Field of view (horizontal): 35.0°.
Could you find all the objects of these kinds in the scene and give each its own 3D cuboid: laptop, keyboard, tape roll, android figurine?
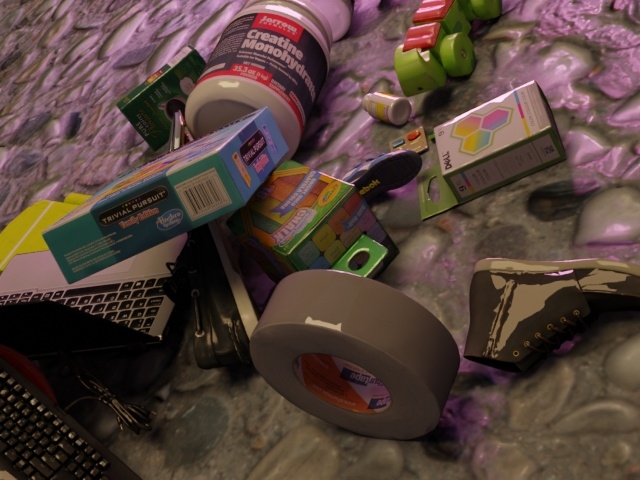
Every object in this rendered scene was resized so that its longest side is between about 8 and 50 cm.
[{"bbox_3d":[-0.422,0.053,1.477,0.382,0.236,0.408,-7,38,20],"label":"laptop"},{"bbox_3d":[-0.339,0.226,1.289,0.317,0.033,0.201,38,50,11],"label":"keyboard"},{"bbox_3d":[0.035,0.126,1.091,0.219,0.219,0.072,-4,46,38],"label":"tape roll"},{"bbox_3d":[-0.493,0.010,1.826,0.273,0.056,0.248,6,54,42],"label":"android figurine"}]

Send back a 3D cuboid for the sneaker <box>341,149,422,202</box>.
[{"bbox_3d":[0.080,-0.095,1.444,0.144,0.053,0.059,-26,26,27],"label":"sneaker"}]

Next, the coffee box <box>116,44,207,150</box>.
[{"bbox_3d":[-0.280,-0.269,1.914,0.184,0.113,0.040,-42,36,-4],"label":"coffee box"}]

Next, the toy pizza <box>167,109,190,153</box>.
[{"bbox_3d":[-0.234,-0.113,1.668,0.032,0.201,0.201,6,36,-12],"label":"toy pizza"}]

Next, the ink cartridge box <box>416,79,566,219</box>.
[{"bbox_3d":[0.212,-0.120,1.357,0.209,0.062,0.109,-24,38,19],"label":"ink cartridge box"}]

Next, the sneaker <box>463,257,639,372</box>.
[{"bbox_3d":[0.263,0.087,1.081,0.222,0.083,0.118,0,68,32],"label":"sneaker"}]

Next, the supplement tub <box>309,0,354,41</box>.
[{"bbox_3d":[0.007,-0.459,1.878,0.117,0.117,0.190,-19,38,24],"label":"supplement tub"}]

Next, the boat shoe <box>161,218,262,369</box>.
[{"bbox_3d":[-0.164,0.061,1.422,0.113,0.127,0.340,-25,44,-3],"label":"boat shoe"}]

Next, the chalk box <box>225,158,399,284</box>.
[{"bbox_3d":[0.000,0.000,1.342,0.132,0.132,0.213,-46,35,-14],"label":"chalk box"}]

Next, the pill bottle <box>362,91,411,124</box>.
[{"bbox_3d":[0.100,-0.206,1.569,0.043,0.043,0.083,-46,36,-13],"label":"pill bottle"}]

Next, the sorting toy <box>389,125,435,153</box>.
[{"bbox_3d":[0.140,-0.147,1.495,0.083,0.012,0.062,-25,36,17],"label":"sorting toy"}]

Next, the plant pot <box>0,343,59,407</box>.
[{"bbox_3d":[-0.537,0.275,1.401,0.243,0.275,0.275,-12,41,46],"label":"plant pot"}]

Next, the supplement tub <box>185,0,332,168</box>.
[{"bbox_3d":[-0.094,-0.265,1.677,0.191,0.191,0.272,-11,43,33],"label":"supplement tub"}]

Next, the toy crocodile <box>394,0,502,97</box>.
[{"bbox_3d":[0.194,-0.344,1.594,0.115,0.105,0.340,-3,47,39],"label":"toy crocodile"}]

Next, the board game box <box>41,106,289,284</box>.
[{"bbox_3d":[-0.196,-0.073,1.383,0.254,0.079,0.336,-23,12,13],"label":"board game box"}]
